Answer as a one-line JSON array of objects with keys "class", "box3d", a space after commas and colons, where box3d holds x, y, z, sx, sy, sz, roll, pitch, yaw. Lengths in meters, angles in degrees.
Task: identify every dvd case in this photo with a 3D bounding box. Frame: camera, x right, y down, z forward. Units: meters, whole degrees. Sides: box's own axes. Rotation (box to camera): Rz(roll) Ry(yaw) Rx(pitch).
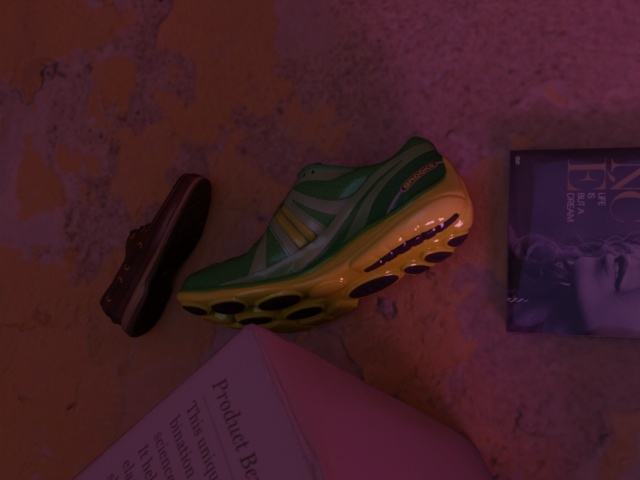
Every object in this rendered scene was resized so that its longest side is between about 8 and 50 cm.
[{"class": "dvd case", "box3d": [0.271, 0.002, 0.847, 0.221, 0.018, 0.165, 1, 86, 21]}]

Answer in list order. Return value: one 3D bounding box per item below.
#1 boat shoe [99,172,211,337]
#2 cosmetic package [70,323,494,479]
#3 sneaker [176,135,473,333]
[{"class": "boat shoe", "box3d": [-0.169, 0.008, 0.992, 0.060, 0.064, 0.178, 31, 100, 18]}, {"class": "cosmetic package", "box3d": [-0.039, 0.344, 0.723, 0.393, 0.327, 0.329, -41, 45, 14]}, {"class": "sneaker", "box3d": [0.000, 0.000, 0.920, 0.295, 0.109, 0.124, -24, 57, 19]}]
